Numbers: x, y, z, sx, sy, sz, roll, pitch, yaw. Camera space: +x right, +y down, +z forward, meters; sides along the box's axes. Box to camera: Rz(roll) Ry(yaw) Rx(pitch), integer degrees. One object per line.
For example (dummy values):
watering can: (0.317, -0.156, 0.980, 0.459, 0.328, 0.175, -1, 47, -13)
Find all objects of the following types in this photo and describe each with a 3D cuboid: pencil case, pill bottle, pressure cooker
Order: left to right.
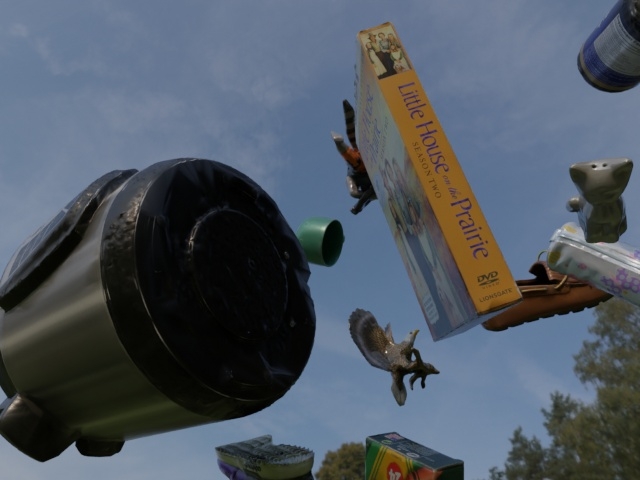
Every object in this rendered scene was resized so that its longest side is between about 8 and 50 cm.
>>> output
pressure cooker: (-0.265, 0.114, 0.687, 0.420, 0.375, 0.370, -23, -18, 30)
pencil case: (0.582, 0.058, 0.858, 0.124, 0.273, 0.113, 16, -79, -41)
pill bottle: (0.512, -0.336, 0.698, 0.123, 0.123, 0.219, -2, -11, 3)

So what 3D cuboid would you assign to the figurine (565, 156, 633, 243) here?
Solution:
figurine: (0.454, -0.067, 0.611, 0.215, 0.092, 0.209, -2, -17, 30)

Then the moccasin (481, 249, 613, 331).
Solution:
moccasin: (0.559, 0.104, 1.098, 0.380, 0.139, 0.147, -15, -89, 6)

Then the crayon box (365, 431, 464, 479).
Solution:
crayon box: (0.170, 0.552, 0.834, 0.081, 0.318, 0.202, 4, -8, -30)

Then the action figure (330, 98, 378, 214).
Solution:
action figure: (0.160, -0.260, 1.289, 0.341, 0.178, 0.330, -42, -26, -17)

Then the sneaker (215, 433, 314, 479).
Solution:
sneaker: (-0.095, 0.402, 0.711, 0.102, 0.146, 0.293, -2, -15, -27)

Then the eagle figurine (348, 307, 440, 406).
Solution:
eagle figurine: (0.237, 0.364, 1.469, 0.225, 0.298, 0.226, -17, -68, -36)

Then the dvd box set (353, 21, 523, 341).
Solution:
dvd box set: (0.148, -0.065, 0.700, 0.062, 0.420, 0.307, -18, -18, -2)

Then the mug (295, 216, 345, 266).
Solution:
mug: (-0.004, 0.006, 1.209, 0.097, 0.129, 0.158, 10, -22, 26)
